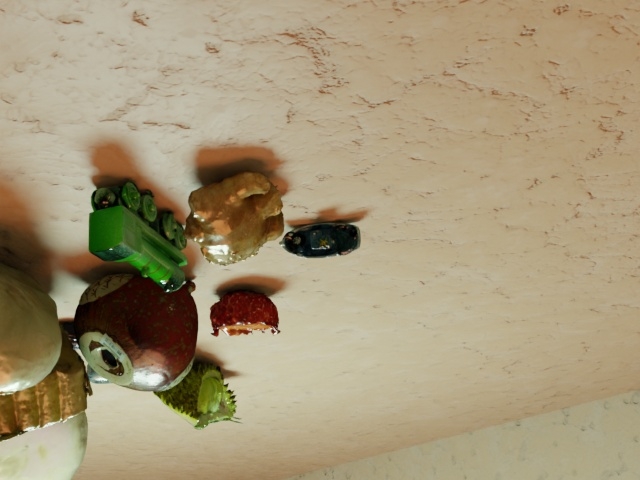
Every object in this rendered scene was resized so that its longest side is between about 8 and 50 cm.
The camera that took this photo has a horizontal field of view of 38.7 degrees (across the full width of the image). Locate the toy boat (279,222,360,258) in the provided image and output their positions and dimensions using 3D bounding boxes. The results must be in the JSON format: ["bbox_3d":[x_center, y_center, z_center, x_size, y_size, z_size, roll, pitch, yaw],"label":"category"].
[{"bbox_3d":[0.000,0.000,1.539,0.137,0.060,0.061,-2,177,9],"label":"toy boat"}]

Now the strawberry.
[{"bbox_3d":[-0.151,0.147,1.827,0.145,0.086,0.145,-3,156,-1],"label":"strawberry"}]

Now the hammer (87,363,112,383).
[{"bbox_3d":[-0.481,0.269,2.091,0.116,0.069,0.194,-1,149,-9],"label":"hammer"}]

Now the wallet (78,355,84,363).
[{"bbox_3d":[-0.610,0.277,2.118,0.095,0.026,0.176,-6,158,-4],"label":"wallet"}]

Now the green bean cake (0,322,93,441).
[{"bbox_3d":[-0.548,0.246,1.654,0.230,0.131,0.224,-12,-154,-25],"label":"green bean cake"}]

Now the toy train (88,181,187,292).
[{"bbox_3d":[-0.276,0.001,1.410,0.085,0.119,0.251,-12,155,14],"label":"toy train"}]

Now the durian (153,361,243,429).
[{"bbox_3d":[-0.314,0.398,2.274,0.158,0.169,0.352,-19,168,6],"label":"durian"}]

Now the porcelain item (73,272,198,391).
[{"bbox_3d":[-0.319,0.151,1.696,0.253,0.252,0.253,-4,157,-2],"label":"porcelain item"}]

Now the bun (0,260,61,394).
[{"bbox_3d":[-0.585,0.120,1.471,0.361,0.213,0.361,8,-174,-1],"label":"bun"}]

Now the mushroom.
[{"bbox_3d":[-0.749,0.472,2.158,0.353,0.325,0.353,6,150,3],"label":"mushroom"}]

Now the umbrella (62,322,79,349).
[{"bbox_3d":[-0.515,0.202,1.921,0.248,0.070,0.071,-3,158,5],"label":"umbrella"}]

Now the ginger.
[{"bbox_3d":[-0.130,-0.029,1.392,0.157,0.102,0.216,-31,153,-7],"label":"ginger"}]
